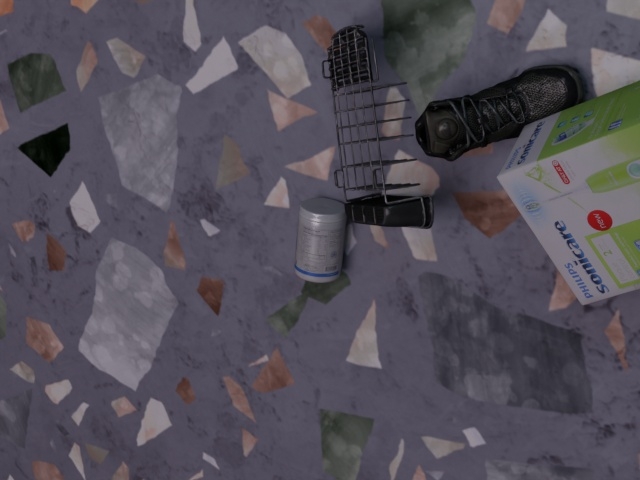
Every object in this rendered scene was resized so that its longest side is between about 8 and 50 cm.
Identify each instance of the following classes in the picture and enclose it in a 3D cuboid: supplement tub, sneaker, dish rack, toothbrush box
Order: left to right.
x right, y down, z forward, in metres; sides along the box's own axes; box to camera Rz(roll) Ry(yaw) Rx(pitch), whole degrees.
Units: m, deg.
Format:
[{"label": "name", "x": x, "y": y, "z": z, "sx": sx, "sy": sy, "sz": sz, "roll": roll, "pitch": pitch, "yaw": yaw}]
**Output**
[{"label": "supplement tub", "x": 0.000, "y": 0.000, "z": 1.956, "sx": 0.071, "sy": 0.071, "sz": 0.107, "roll": 18, "pitch": 115, "yaw": 30}, {"label": "dish rack", "x": 0.068, "y": -0.147, "z": 1.798, "sx": 0.208, "sy": 0.074, "sz": 0.272, "roll": -171, "pitch": 73, "yaw": -74}, {"label": "sneaker", "x": 0.213, "y": -0.154, "z": 1.710, "sx": 0.227, "sy": 0.130, "sz": 0.087, "roll": -12, "pitch": 101, "yaw": 36}, {"label": "toothbrush box", "x": 0.385, "y": -0.068, "z": 1.583, "sx": 0.283, "sy": 0.122, "sz": 0.206, "roll": -19, "pitch": 115, "yaw": 40}]
